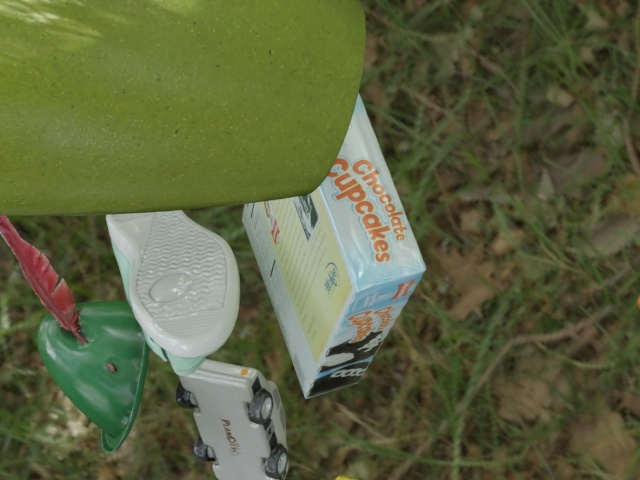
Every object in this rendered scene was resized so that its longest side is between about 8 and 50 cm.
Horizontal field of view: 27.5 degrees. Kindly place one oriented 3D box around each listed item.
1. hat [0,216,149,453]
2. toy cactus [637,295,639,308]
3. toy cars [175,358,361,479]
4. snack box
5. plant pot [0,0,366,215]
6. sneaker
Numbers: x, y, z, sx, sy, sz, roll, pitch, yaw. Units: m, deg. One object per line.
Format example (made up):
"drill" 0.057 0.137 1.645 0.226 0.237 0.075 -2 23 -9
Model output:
"hat" -0.285 0.104 1.350 0.173 0.183 0.209 122 153 -42
"toy cactus" 0.410 0.022 1.482 0.112 0.219 0.181 -16 60 16
"toy cars" -0.007 0.246 1.420 0.176 0.393 0.087 -31 23 46
"snack box" 0.000 0.000 1.072 0.060 0.322 0.187 -16 73 -13
"plant pot" -0.132 -0.125 0.823 0.275 0.293 0.275 -167 90 -73
"sneaker" -0.111 0.067 1.137 0.094 0.151 0.256 -22 29 -9
